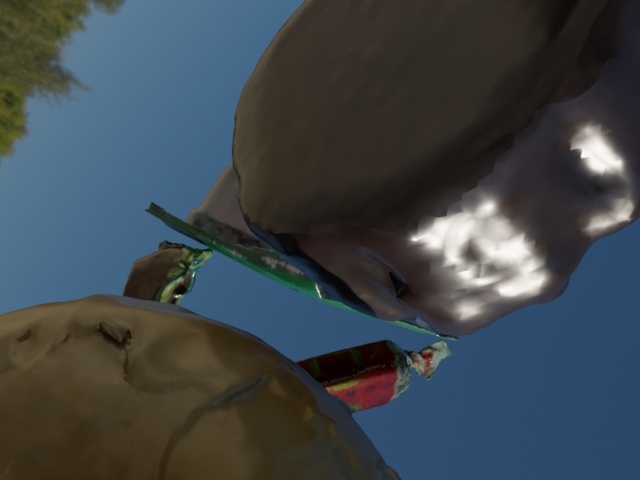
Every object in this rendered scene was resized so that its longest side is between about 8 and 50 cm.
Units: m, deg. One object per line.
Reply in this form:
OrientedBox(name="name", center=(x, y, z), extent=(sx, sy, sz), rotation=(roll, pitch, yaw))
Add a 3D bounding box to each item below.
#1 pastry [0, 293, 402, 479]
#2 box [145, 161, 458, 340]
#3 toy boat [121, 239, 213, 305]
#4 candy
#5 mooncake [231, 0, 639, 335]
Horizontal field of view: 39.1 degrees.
OrientedBox(name="pastry", center=(-0.109, 0.214, 0.578), extent=(0.410, 0.409, 0.245), rotation=(-39, -166, 26))
OrientedBox(name="box", center=(0.000, 0.000, 1.013), extent=(0.264, 0.337, 0.106), rotation=(25, -88, 34))
OrientedBox(name="toy boat", center=(-0.170, 0.141, 0.872), extent=(0.108, 0.099, 0.292), rotation=(118, -21, -75))
OrientedBox(name="candy", center=(0.025, 0.172, 1.093), extent=(0.086, 0.292, 0.059), rotation=(97, -26, -44))
OrientedBox(name="mooncake", center=(0.082, -0.084, 0.553), extent=(0.283, 0.141, 0.283), rotation=(-26, -135, 30))
